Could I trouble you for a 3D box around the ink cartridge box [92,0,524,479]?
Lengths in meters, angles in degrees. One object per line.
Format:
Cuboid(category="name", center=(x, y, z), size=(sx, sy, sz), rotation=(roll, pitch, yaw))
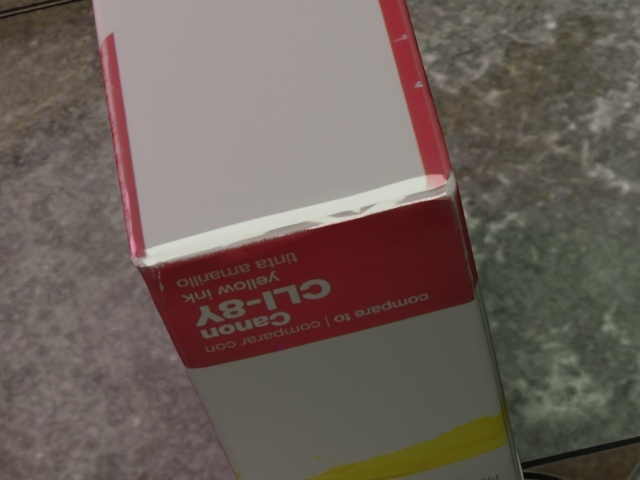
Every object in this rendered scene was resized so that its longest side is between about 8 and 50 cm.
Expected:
Cuboid(category="ink cartridge box", center=(0.000, 0.000, 1.097), size=(0.160, 0.385, 0.279), rotation=(-15, 52, 2))
